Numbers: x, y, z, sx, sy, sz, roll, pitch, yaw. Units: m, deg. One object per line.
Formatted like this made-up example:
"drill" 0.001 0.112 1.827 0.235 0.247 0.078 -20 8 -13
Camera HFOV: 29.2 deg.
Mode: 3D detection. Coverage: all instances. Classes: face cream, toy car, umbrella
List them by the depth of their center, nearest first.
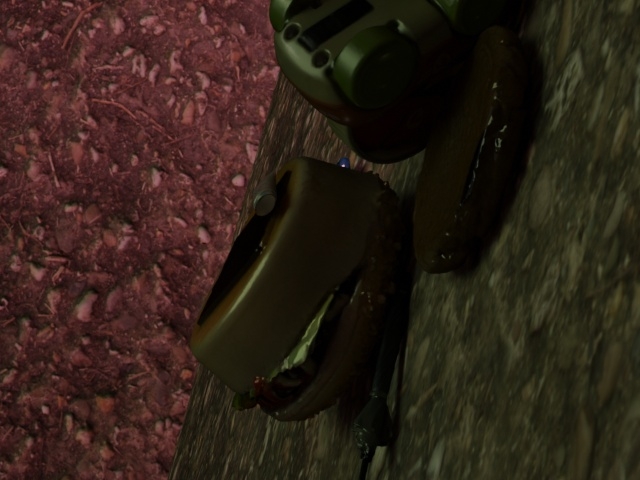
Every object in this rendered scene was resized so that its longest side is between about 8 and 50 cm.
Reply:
"umbrella" 0.065 0.139 1.173 0.044 0.044 0.269 77 -154 -50
"toy car" 0.079 -0.177 1.190 0.145 0.235 0.235 47 129 36
"face cream" -0.058 -0.049 1.282 0.038 0.020 0.115 -47 11 9

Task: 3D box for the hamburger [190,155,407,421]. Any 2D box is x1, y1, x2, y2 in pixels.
"hamburger" -0.017 0.053 1.344 0.302 0.170 0.302 -57 12 19

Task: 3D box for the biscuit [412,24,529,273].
"biscuit" 0.132 -0.078 1.086 0.226 0.042 0.226 -165 90 -82

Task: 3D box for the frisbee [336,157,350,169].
"frisbee" 0.000 0.000 1.715 0.242 0.045 0.242 -158 90 -87
